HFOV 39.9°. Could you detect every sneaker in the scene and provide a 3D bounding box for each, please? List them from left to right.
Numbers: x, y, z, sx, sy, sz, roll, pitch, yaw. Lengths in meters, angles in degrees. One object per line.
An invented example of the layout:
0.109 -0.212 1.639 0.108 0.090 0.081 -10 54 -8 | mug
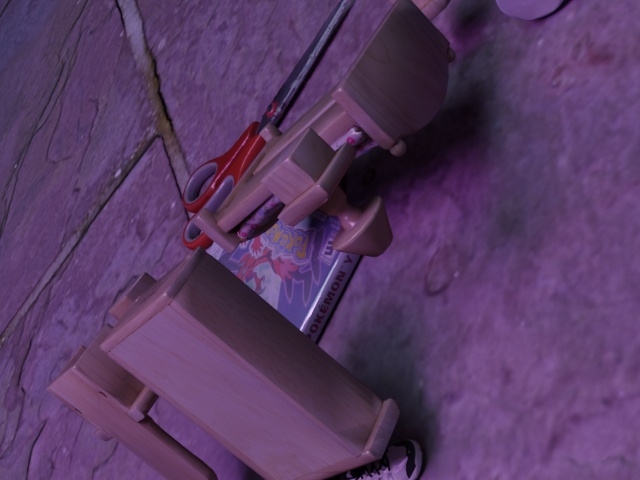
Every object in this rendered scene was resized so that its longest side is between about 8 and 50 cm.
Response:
0.032 0.160 0.597 0.083 0.037 0.031 -42 39 26 | sneaker

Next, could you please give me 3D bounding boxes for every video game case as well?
-0.054 0.039 0.794 0.201 0.023 0.183 29 92 55 | video game case

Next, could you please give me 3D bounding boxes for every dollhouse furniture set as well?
0.000 0.000 0.698 0.303 0.174 0.355 -35 18 45 | dollhouse furniture set

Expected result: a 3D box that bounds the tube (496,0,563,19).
0.157 -0.260 0.699 0.080 0.052 0.207 -27 43 32 | tube

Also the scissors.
-0.052 -0.111 0.894 0.297 0.021 0.109 -46 37 22 | scissors
